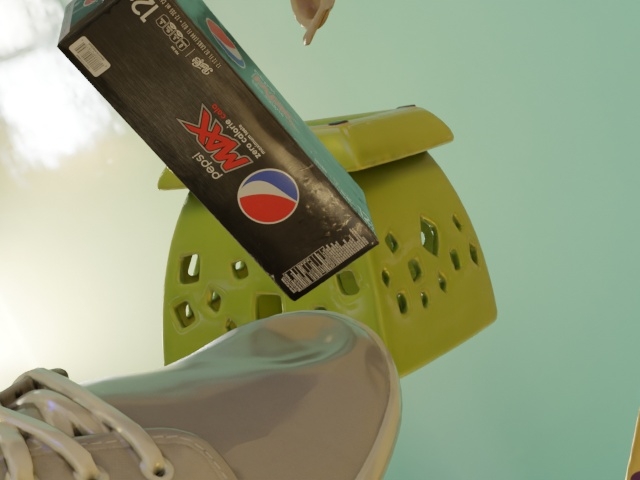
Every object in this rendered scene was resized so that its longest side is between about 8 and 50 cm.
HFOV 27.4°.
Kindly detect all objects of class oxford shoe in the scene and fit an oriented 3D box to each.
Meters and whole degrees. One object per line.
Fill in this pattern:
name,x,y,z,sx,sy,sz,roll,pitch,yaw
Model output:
oxford shoe,-0.121,0.119,0.538,0.169,0.449,0.130,12,119,41

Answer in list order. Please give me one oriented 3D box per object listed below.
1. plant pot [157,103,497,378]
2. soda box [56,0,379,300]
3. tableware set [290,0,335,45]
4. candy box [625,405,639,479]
plant pot,0.000,0.000,1.133,0.227,0.228,0.207,-4,99,30
soda box,-0.045,-0.053,0.610,0.169,0.053,0.060,49,-167,-25
tableware set,-0.004,-0.236,0.970,0.141,0.020,0.169,-54,52,48
candy box,0.205,0.118,0.631,0.109,0.053,0.187,13,100,24
